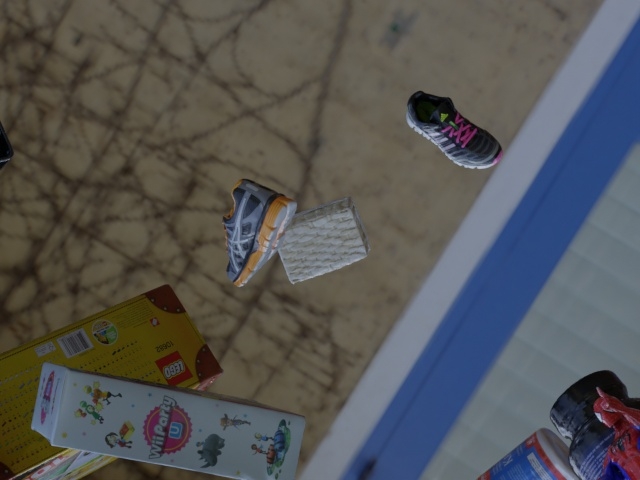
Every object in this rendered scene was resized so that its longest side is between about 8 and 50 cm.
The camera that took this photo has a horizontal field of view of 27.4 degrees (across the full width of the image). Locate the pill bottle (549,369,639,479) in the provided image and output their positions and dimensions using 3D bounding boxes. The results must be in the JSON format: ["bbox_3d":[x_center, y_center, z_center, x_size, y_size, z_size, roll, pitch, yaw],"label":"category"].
[{"bbox_3d":[0.355,0.255,1.463,0.123,0.123,0.219,29,-158,-52],"label":"pill bottle"}]

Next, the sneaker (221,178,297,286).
[{"bbox_3d":[-0.096,-0.013,1.795,0.083,0.084,0.215,36,144,5],"label":"sneaker"}]

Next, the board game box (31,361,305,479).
[{"bbox_3d":[-0.199,0.231,1.669,0.303,0.097,0.224,12,173,-18],"label":"board game box"}]

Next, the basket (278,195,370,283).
[{"bbox_3d":[0.000,0.000,2.420,0.103,0.167,0.113,-96,-15,-81],"label":"basket"}]

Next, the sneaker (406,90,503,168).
[{"bbox_3d":[0.189,-0.165,1.909,0.170,0.063,0.075,37,171,27],"label":"sneaker"}]

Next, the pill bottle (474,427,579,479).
[{"bbox_3d":[0.329,0.427,2.206,0.124,0.221,0.124,45,-166,-14],"label":"pill bottle"}]

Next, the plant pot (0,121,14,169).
[{"bbox_3d":[-0.551,-0.132,1.775,0.187,0.167,0.188,-15,-111,-34],"label":"plant pot"}]

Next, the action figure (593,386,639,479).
[{"bbox_3d":[0.313,0.251,1.257,0.139,0.091,0.280,23,-150,-37],"label":"action figure"}]

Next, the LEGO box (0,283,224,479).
[{"bbox_3d":[-0.471,0.307,2.220,0.500,0.372,0.193,-24,-103,-43],"label":"LEGO box"}]
